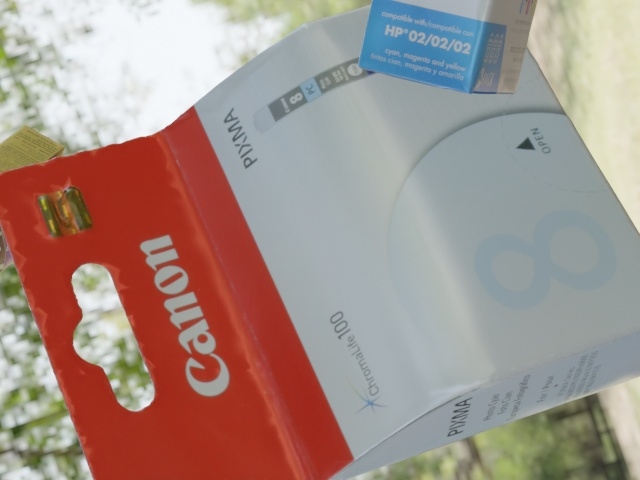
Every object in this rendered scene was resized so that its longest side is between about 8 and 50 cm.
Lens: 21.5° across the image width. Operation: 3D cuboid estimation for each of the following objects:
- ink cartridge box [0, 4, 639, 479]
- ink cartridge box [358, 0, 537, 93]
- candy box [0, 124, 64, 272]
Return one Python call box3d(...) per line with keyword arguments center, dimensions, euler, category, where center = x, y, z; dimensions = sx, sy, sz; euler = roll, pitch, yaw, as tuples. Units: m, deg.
box3d(center=(0.000, 0.000, 1.125), dimensions=(0.091, 0.385, 0.308), euler=(99, 150, -57), category="ink cartridge box")
box3d(center=(0.080, -0.167, 0.833), dimensions=(0.104, 0.061, 0.181), euler=(-17, -60, -71), category="ink cartridge box")
box3d(center=(-0.312, -0.014, 1.541), dimensions=(0.187, 0.053, 0.109), euler=(-46, -20, -47), category="candy box")
